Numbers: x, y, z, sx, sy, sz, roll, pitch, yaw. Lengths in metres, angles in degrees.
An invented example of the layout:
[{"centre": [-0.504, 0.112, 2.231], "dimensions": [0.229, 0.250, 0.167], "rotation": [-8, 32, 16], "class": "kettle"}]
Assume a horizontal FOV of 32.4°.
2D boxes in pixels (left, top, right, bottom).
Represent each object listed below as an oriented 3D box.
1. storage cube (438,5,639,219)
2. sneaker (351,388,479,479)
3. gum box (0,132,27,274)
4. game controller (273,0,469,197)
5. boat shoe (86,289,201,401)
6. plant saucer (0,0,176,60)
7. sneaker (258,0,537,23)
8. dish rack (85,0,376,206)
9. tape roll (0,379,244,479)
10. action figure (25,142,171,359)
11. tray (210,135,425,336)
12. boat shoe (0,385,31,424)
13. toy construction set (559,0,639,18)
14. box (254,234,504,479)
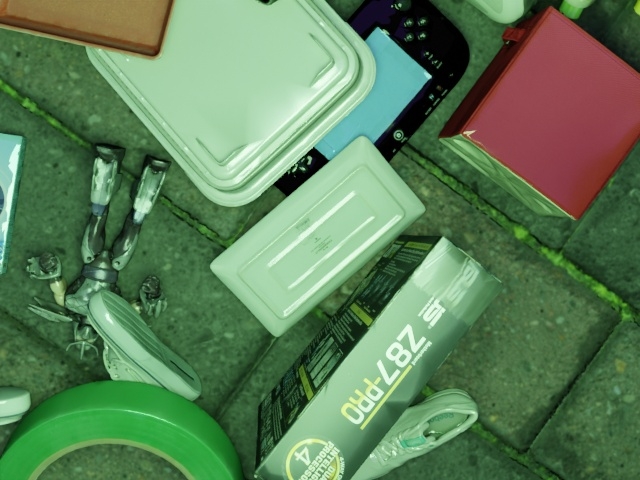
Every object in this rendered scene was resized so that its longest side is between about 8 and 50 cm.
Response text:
[{"centre": [0.289, -0.159, 1.420], "dimensions": [0.215, 0.183, 0.193], "rotation": [35, 91, -5], "class": "storage cube"}, {"centre": [0.113, 0.263, 1.468], "dimensions": [0.212, 0.094, 0.080], "rotation": [-28, 95, -2], "class": "sneaker"}, {"centre": [-0.479, -0.058, 1.443], "dimensions": [0.157, 0.041, 0.184], "rotation": [8, 91, -4], "class": "gum box"}, {"centre": [0.052, -0.185, 1.462], "dimensions": [0.166, 0.067, 0.319], "rotation": [41, 90, -4], "class": "game controller"}, {"centre": [-0.239, 0.154, 1.404], "dimensions": [0.076, 0.083, 0.226], "rotation": [-32, 129, 7], "class": "boat shoe"}, {"centre": [-0.279, -0.368, 1.380], "dimensions": [0.258, 0.048, 0.259], "rotation": [14, 87, 12], "class": "plant saucer"}, {"centre": [0.044, -0.354, 1.364], "dimensions": [0.447, 0.169, 0.257], "rotation": [35, 82, -13], "class": "sneaker"}, {"centre": [-0.127, -0.242, 1.404], "dimensions": [0.285, 0.072, 0.333], "rotation": [-42, 81, 6], "class": "dish rack"}, {"centre": [-0.258, 0.336, 1.406], "dimensions": [0.321, 0.077, 0.321], "rotation": [0, 111, -1], "class": "tape roll"}, {"centre": [-0.282, 0.020, 1.433], "dimensions": [0.185, 0.099, 0.285], "rotation": [14, 96, -17], "class": "action figure"}, {"centre": [0.000, 0.000, 1.454], "dimensions": [0.270, 0.030, 0.145], "rotation": [-41, 110, 3], "class": "tray"}, {"centre": [-0.498, 0.249, 1.436], "dimensions": [0.258, 0.095, 0.084], "rotation": [-10, 97, 7], "class": "boat shoe"}, {"centre": [0.425, -0.309, 1.409], "dimensions": [0.327, 0.215, 0.151], "rotation": [45, 132, 6], "class": "toy construction set"}, {"centre": [0.050, 0.138, 1.310], "dimensions": [0.097, 0.395, 0.318], "rotation": [37, 88, -2], "class": "box"}]
